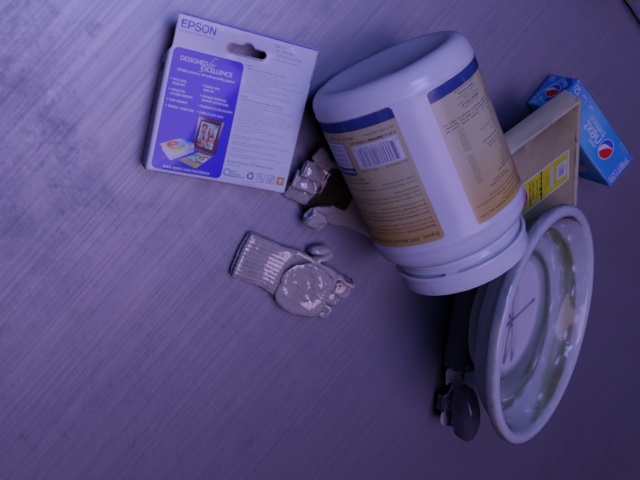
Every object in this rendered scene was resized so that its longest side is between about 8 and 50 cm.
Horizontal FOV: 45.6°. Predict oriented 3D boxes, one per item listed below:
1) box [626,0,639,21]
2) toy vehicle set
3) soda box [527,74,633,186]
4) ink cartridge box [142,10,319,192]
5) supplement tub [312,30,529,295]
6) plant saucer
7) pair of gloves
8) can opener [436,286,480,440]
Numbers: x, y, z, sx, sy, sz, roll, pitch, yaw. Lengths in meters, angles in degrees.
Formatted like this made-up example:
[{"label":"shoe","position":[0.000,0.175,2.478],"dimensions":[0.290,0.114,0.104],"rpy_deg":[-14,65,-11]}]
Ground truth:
[{"label":"box","position":[0.604,-0.413,1.325],"dimensions":[0.178,0.042,0.109],"rpy_deg":[39,87,-32]},{"label":"toy vehicle set","position":[0.353,-0.097,1.249],"dimensions":[0.166,0.035,0.266],"rpy_deg":[-35,141,-14]},{"label":"soda box","position":[0.446,-0.186,1.302],"dimensions":[0.067,0.071,0.210],"rpy_deg":[-50,122,-4]},{"label":"ink cartridge box","position":[-0.120,-0.180,1.025],"dimensions":[0.206,0.045,0.208],"rpy_deg":[8,104,-29]},{"label":"supplement tub","position":[0.149,-0.104,1.067],"dimensions":[0.228,0.228,0.316],"rpy_deg":[-31,111,-15]},{"label":"plant saucer","position":[0.338,0.130,1.267],"dimensions":[0.400,0.101,0.400],"rpy_deg":[-22,118,-48]},{"label":"pair of gloves","position":[0.000,0.000,1.151],"dimensions":[0.204,0.042,0.240],"rpy_deg":[34,90,-32]},{"label":"can opener","position":[0.267,0.210,1.328],"dimensions":[0.076,0.095,0.283],"rpy_deg":[-2,108,-28]}]
